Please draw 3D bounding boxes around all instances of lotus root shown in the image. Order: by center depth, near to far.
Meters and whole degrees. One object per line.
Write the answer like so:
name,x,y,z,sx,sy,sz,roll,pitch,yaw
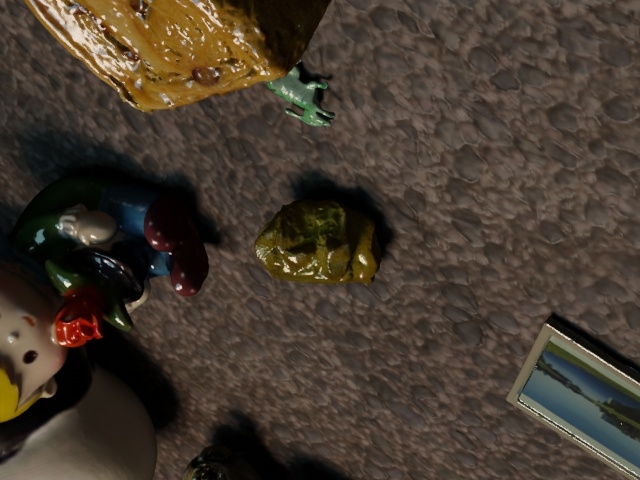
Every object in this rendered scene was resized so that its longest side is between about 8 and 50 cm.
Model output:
lotus root,-0.080,0.222,1.622,0.088,0.088,0.165,26,150,21

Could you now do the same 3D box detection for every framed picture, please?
framed picture,0.200,0.118,1.275,0.149,0.011,0.109,32,147,11

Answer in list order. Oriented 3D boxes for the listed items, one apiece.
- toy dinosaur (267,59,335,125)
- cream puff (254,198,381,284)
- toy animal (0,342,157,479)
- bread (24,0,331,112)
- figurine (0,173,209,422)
toy dinosaur,-0.025,-0.100,1.226,0.083,0.021,0.062,26,159,18
cream puff,0.000,0.000,1.296,0.083,0.083,0.058,5,91,57
toy animal,-0.267,0.148,1.609,0.213,0.212,0.266,-5,121,48
bread,-0.079,-0.173,1.077,0.158,0.143,0.149,-3,136,47
figurine,-0.203,0.058,1.402,0.185,0.234,0.127,12,135,36
